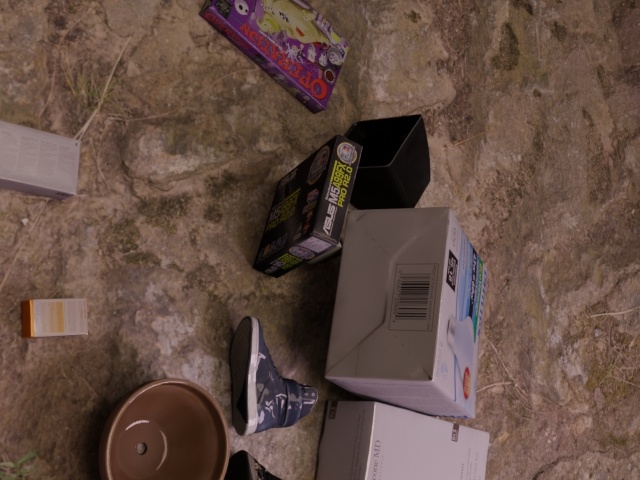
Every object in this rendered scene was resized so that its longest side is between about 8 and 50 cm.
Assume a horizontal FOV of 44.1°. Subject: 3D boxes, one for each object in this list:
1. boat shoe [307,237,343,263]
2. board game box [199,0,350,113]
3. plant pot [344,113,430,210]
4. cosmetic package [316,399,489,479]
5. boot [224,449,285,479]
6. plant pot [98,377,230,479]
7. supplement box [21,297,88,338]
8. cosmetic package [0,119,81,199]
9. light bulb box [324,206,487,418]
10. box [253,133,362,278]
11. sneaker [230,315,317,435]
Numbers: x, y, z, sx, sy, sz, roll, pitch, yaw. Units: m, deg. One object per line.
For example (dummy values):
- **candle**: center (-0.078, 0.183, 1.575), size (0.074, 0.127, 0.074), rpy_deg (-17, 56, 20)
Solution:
- **boat shoe**: center (0.001, 0.000, 1.648), size (0.227, 0.079, 0.081), rpy_deg (22, 44, -81)
- **board game box**: center (-0.089, -0.464, 1.741), size (0.347, 0.056, 0.208), rpy_deg (36, 63, -31)
- **plant pot**: center (0.149, -0.161, 1.809), size (0.188, 0.187, 0.167), rpy_deg (-57, 131, -34)
- **cosmetic package**: center (0.182, 0.482, 1.704), size (0.385, 0.156, 0.217), rpy_deg (21, 69, -39)
- **boot**: center (-0.088, 0.514, 1.448), size (0.179, 0.085, 0.236), rpy_deg (39, 23, -34)
- **plant pot**: center (-0.281, 0.355, 1.341), size (0.237, 0.110, 0.237), rpy_deg (12, 73, -41)
- **supplement box**: center (-0.436, 0.127, 1.298), size (0.098, 0.036, 0.062), rpy_deg (3, 79, -42)
- **cosmetic package**: center (-0.512, -0.138, 1.270), size (0.239, 0.060, 0.098), rpy_deg (13, 74, -40)
- **light bulb box**: center (0.195, 0.162, 1.656), size (0.361, 0.225, 0.357), rpy_deg (44, 51, -58)
- **box**: center (-0.029, -0.060, 1.549), size (0.060, 0.270, 0.216), rpy_deg (24, 65, -21)
- **sneaker**: center (-0.088, 0.258, 1.543), size (0.163, 0.086, 0.226), rpy_deg (1, 90, -31)
